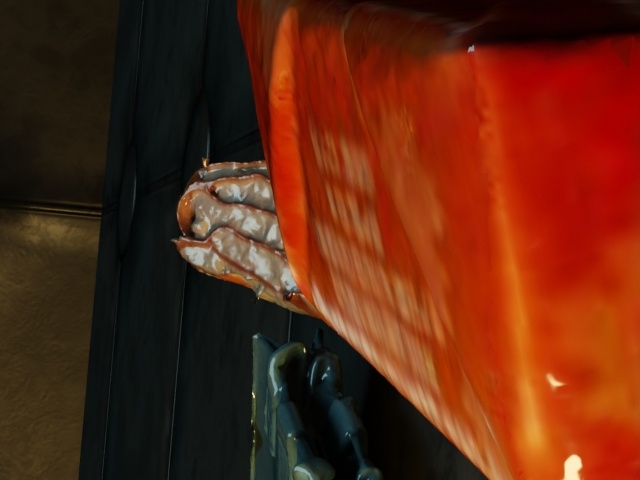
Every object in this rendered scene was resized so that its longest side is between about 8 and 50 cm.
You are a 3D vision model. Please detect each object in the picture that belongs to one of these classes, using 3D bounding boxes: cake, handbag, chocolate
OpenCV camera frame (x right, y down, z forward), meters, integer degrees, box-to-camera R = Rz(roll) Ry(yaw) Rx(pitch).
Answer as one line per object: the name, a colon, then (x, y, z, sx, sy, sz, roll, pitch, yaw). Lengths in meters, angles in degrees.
cake: (-0.002, 0.006, 1.197, 0.287, 0.135, 0.098, 10, 80, 68)
handbag: (0.000, 0.167, 1.148, 0.229, 0.062, 0.179, -116, 26, -62)
chocolate: (0.114, -0.020, 0.448, 0.235, 0.237, 0.108, -145, 52, -74)
